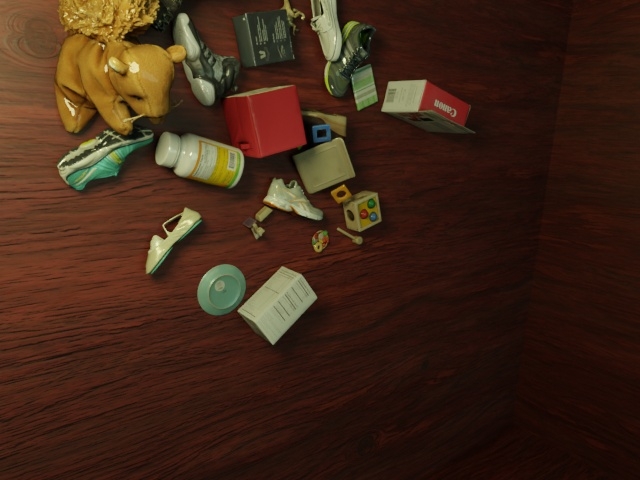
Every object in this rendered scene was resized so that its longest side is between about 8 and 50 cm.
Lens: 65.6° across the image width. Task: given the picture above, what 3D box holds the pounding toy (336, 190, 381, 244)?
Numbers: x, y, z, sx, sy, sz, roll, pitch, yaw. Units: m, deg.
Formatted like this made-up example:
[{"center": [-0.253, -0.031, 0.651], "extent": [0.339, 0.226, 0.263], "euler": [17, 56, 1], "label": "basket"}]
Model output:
[{"center": [0.161, -0.075, 2.038], "extent": [0.181, 0.094, 0.206], "euler": [-26, 117, -31], "label": "pounding toy"}]

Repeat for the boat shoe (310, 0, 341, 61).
[{"center": [0.010, -0.764, 1.732], "extent": [0.088, 0.096, 0.268], "euler": [-15, 110, -31], "label": "boat shoe"}]

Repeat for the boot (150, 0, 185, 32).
[{"center": [-0.391, -0.669, 1.377], "extent": [0.229, 0.262, 0.091], "euler": [-63, 170, -12], "label": "boot"}]

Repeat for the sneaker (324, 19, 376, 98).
[{"center": [0.109, -0.666, 1.817], "extent": [0.111, 0.121, 0.300], "euler": [18, 91, -40], "label": "sneaker"}]

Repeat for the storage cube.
[{"center": [-0.182, -0.391, 1.621], "extent": [0.214, 0.183, 0.193], "euler": [-24, 115, -31], "label": "storage cube"}]

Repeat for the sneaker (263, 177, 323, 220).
[{"center": [-0.082, -0.152, 1.826], "extent": [0.262, 0.099, 0.121], "euler": [19, 86, -41], "label": "sneaker"}]

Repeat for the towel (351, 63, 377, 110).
[{"center": [0.167, -0.602, 1.951], "extent": [0.113, 0.023, 0.152], "euler": [-31, 122, -26], "label": "towel"}]

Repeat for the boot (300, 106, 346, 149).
[{"center": [-0.025, -0.369, 1.817], "extent": [0.248, 0.090, 0.207], "euler": [5, 113, -24], "label": "boot"}]

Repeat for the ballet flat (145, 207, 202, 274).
[{"center": [-0.482, -0.006, 1.565], "extent": [0.248, 0.086, 0.086], "euler": [-50, 127, -18], "label": "ballet flat"}]

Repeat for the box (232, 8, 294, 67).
[{"center": [-0.184, -0.653, 1.606], "extent": [0.158, 0.093, 0.156], "euler": [-24, 116, -33], "label": "box"}]

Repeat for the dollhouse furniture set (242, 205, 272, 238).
[{"center": [-0.198, -0.055, 1.775], "extent": [0.114, 0.091, 0.081], "euler": [-47, 141, -23], "label": "dollhouse furniture set"}]

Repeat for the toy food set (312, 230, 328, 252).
[{"center": [0.000, 0.000, 1.978], "extent": [0.083, 0.020, 0.083], "euler": [-32, 120, -27], "label": "toy food set"}]

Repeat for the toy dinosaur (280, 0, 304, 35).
[{"center": [-0.104, -0.761, 1.667], "extent": [0.092, 0.053, 0.183], "euler": [-6, 106, -36], "label": "toy dinosaur"}]

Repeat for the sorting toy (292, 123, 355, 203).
[{"center": [0.013, -0.279, 1.839], "extent": [0.195, 0.047, 0.348], "euler": [-19, 130, 6], "label": "sorting toy"}]

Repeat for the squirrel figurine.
[{"center": [-0.497, -0.463, 1.226], "extent": [0.280, 0.370, 0.397], "euler": [-20, 114, -33], "label": "squirrel figurine"}]

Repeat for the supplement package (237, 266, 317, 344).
[{"center": [-0.157, 0.236, 1.840], "extent": [0.244, 0.139, 0.134], "euler": [-45, 124, -20], "label": "supplement package"}]

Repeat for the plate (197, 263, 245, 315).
[{"center": [-0.342, 0.178, 1.752], "extent": [0.188, 0.024, 0.188], "euler": [-12, 110, -35], "label": "plate"}]

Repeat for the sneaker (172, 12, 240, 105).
[{"center": [-0.340, -0.560, 1.508], "extent": [0.153, 0.101, 0.269], "euler": [-34, 126, -28], "label": "sneaker"}]

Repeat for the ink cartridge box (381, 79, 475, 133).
[{"center": [0.460, -0.542, 2.034], "extent": [0.309, 0.271, 0.130], "euler": [10, 96, -40], "label": "ink cartridge box"}]

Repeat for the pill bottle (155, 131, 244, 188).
[{"center": [-0.373, -0.252, 1.536], "extent": [0.245, 0.136, 0.137], "euler": [12, 95, -40], "label": "pill bottle"}]

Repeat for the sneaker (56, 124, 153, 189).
[{"center": [-0.598, -0.241, 1.404], "extent": [0.275, 0.107, 0.110], "euler": [-34, 141, -21], "label": "sneaker"}]
